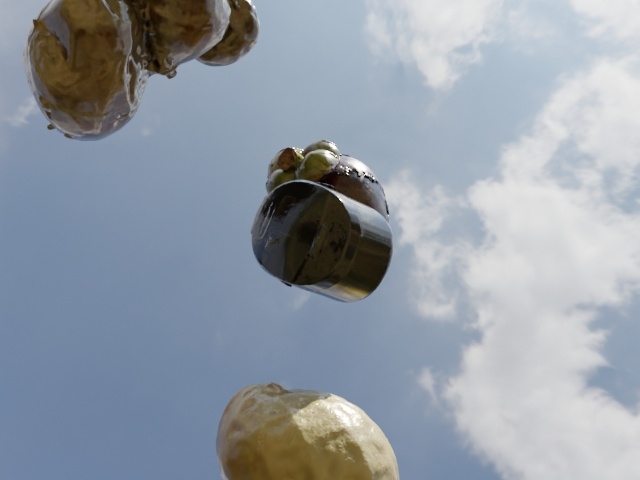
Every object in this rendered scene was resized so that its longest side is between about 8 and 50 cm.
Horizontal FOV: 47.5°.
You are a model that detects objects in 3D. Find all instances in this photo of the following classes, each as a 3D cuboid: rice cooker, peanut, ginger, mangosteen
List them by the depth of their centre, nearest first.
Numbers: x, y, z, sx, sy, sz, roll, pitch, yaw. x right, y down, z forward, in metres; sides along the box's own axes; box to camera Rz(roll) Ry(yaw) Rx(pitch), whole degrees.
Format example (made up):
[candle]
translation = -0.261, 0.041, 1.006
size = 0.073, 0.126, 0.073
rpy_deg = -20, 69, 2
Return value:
[peanut]
translation = -0.010, 0.175, 0.591
size = 0.159, 0.140, 0.109
rpy_deg = 26, -101, 15
[rice cooker]
translation = 0.000, 0.000, 0.747
size = 0.106, 0.165, 0.112
rpy_deg = 22, -87, -31
[ginger]
translation = -0.208, -0.246, 0.874
size = 0.304, 0.244, 0.155
rpy_deg = -30, -106, -16
[mangosteen]
translation = -0.002, -0.052, 0.941
size = 0.166, 0.166, 0.180
rpy_deg = -24, -58, 6
